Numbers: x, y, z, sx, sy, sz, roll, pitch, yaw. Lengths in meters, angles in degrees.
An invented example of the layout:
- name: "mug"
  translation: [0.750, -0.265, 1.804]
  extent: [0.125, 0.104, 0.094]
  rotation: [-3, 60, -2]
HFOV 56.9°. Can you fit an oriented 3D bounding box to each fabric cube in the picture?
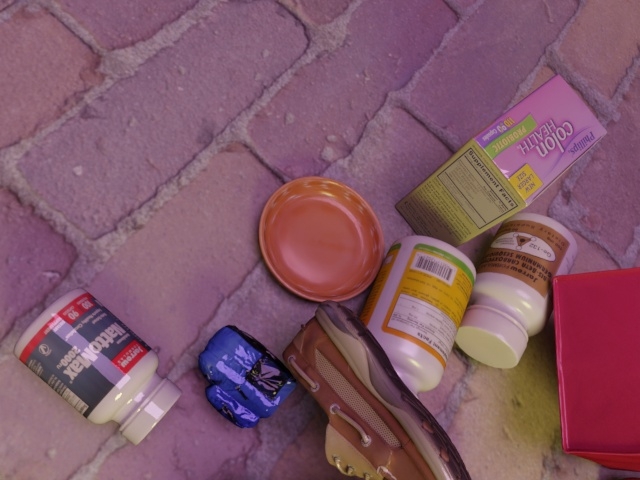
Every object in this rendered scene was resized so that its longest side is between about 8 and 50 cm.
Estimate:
- name: "fabric cube"
  translation: [0.501, 0.191, 0.836]
  extent: [0.258, 0.259, 0.254]
  rotation: [33, 56, -46]

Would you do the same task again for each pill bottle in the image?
- name: "pill bottle"
  translation: [-0.259, 0.153, 0.707]
  extent: [0.180, 0.108, 0.108]
  rotation: [42, 63, -2]
- name: "pill bottle"
  translation: [0.122, 0.128, 0.839]
  extent: [0.136, 0.136, 0.246]
  rotation: [31, 64, -8]
- name: "pill bottle"
  translation: [0.302, 0.078, 0.926]
  extent: [0.131, 0.131, 0.229]
  rotation: [38, 63, -4]

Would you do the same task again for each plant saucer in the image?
- name: "plant saucer"
  translation: [0.000, 0.000, 0.897]
  extent: [0.199, 0.037, 0.200]
  rotation: [7, 69, -19]

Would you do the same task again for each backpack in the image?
- name: "backpack"
  translation: [-0.104, 0.174, 0.762]
  extent: [0.120, 0.098, 0.101]
  rotation: [44, 66, -2]

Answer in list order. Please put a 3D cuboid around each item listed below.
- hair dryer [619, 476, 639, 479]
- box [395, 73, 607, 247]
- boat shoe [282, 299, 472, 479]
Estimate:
- name: "hair dryer"
  translation: [0.510, 0.462, 0.866]
  extent: [0.293, 0.080, 0.224]
  rotation: [-19, 64, -43]
- name: "box"
  translation: [0.269, -0.107, 0.919]
  extent: [0.213, 0.243, 0.117]
  rotation: [-36, 87, -26]
- name: "boat shoe"
  translation: [0.065, 0.219, 0.679]
  extent: [0.116, 0.123, 0.324]
  rotation: [-40, 55, 5]
